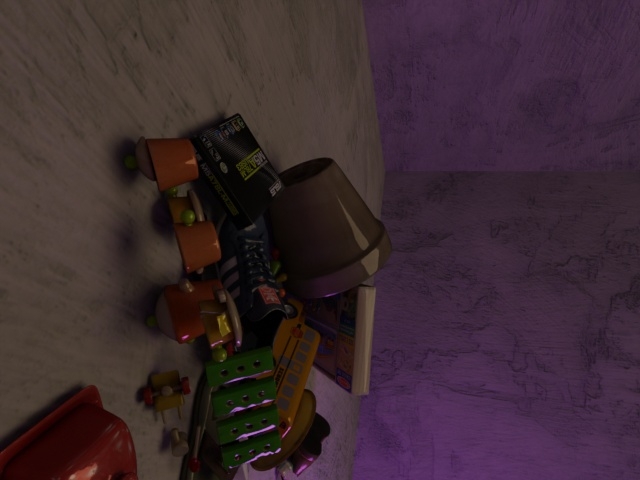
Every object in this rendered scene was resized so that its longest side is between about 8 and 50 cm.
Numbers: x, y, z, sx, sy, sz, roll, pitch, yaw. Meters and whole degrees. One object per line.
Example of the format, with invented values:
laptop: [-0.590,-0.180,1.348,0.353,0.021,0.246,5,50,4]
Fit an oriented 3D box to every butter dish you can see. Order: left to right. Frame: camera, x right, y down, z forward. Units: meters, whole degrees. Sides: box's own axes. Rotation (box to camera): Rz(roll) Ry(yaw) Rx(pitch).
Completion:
butter dish: [-0.265,0.275,0.496,0.160,0.119,0.160,-48,138,-69]

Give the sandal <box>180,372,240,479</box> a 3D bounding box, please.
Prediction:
sandal: [-0.197,0.401,0.835,0.120,0.087,0.302,30,63,-73]

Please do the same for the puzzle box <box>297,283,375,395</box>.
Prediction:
puzzle box: [0.025,0.242,1.244,0.409,0.052,0.271,-178,-88,-66]

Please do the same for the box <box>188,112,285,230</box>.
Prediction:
box: [-0.158,-0.138,0.840,0.184,0.045,0.190,57,27,-16]

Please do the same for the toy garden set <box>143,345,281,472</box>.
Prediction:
toy garden set: [-0.178,0.295,0.748,0.049,0.204,0.244,-131,-145,-57]

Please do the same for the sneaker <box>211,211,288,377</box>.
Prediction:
sneaker: [-0.126,0.090,0.842,0.131,0.148,0.349,3,82,-39]

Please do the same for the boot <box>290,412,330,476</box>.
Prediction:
boot: [-0.046,0.692,1.499,0.115,0.112,0.305,-58,172,7]

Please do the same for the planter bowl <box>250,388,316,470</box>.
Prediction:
planter bowl: [-0.120,0.420,1.033,0.090,0.217,0.217,47,33,-16]

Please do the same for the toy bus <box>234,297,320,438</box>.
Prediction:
toy bus: [-0.091,0.283,1.011,0.108,0.130,0.332,-61,-178,32]

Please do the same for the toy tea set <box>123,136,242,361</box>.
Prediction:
toy tea set: [-0.221,0.017,0.646,0.200,0.125,0.335,161,-87,-70]

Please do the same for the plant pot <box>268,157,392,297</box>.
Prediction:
plant pot: [-0.006,-0.052,1.149,0.280,0.324,0.323,66,25,-24]

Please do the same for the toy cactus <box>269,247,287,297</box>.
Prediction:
toy cactus: [-0.133,0.135,1.039,0.219,0.112,0.180,-81,176,-56]

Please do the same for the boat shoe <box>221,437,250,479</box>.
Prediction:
boat shoe: [-0.182,0.462,0.958,0.063,0.066,0.184,-88,173,-68]

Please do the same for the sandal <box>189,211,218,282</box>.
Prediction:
sandal: [-0.222,0.034,0.791,0.067,0.040,0.179,45,35,-77]

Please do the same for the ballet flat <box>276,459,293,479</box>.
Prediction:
ballet flat: [-0.109,0.745,1.320,0.052,0.057,0.168,-23,114,-43]
